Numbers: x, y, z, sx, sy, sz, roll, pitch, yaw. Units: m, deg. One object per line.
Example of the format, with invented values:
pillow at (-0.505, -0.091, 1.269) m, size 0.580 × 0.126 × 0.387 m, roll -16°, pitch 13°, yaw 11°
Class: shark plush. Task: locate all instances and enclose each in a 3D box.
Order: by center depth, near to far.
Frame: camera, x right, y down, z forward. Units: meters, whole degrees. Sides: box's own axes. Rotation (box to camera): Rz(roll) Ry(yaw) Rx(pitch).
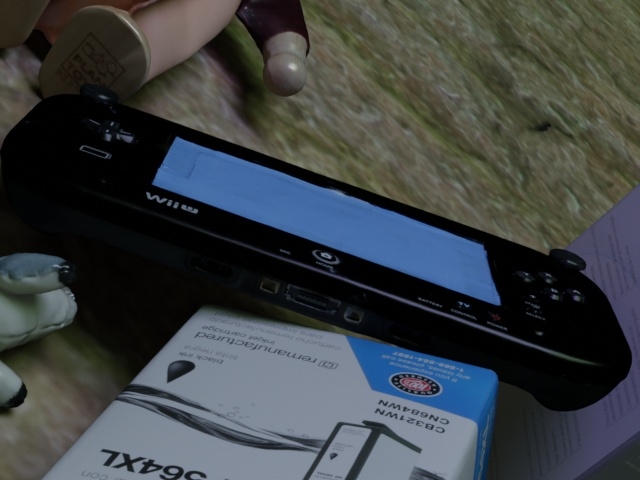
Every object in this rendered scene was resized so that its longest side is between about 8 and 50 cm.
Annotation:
shark plush at (-0.182, 0.024, 0.657) m, size 0.161 × 0.073 × 0.067 m, roll 3°, pitch 26°, yaw -24°

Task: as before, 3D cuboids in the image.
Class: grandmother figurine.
grandmother figurine at (-0.080, -0.176, 0.967) m, size 0.208 × 0.104 × 0.342 m, roll 52°, pitch 31°, yaw -8°

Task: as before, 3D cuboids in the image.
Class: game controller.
game controller at (0.000, 0.000, 0.759) m, size 0.319 × 0.067 × 0.166 m, roll 19°, pitch 8°, yaw -4°

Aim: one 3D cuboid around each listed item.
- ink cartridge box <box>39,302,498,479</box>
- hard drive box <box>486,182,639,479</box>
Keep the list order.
ink cartridge box at (-0.022, 0.117, 0.617) m, size 0.148 × 0.086 × 0.203 m, roll 13°, pitch 25°, yaw 13°
hard drive box at (0.174, 0.079, 0.833) m, size 0.089 × 0.232 × 0.181 m, roll 34°, pitch 32°, yaw -22°
